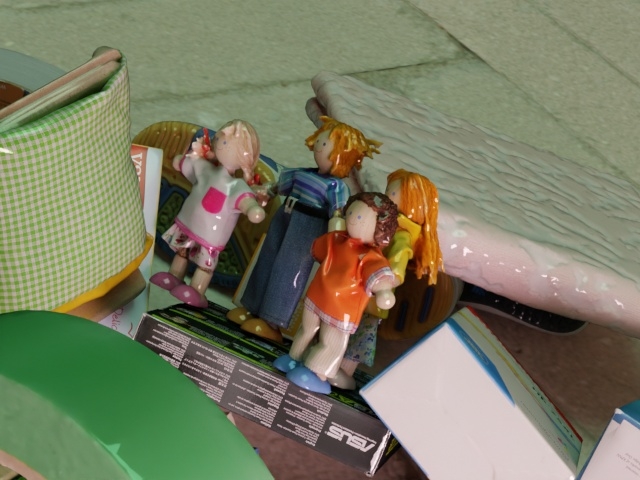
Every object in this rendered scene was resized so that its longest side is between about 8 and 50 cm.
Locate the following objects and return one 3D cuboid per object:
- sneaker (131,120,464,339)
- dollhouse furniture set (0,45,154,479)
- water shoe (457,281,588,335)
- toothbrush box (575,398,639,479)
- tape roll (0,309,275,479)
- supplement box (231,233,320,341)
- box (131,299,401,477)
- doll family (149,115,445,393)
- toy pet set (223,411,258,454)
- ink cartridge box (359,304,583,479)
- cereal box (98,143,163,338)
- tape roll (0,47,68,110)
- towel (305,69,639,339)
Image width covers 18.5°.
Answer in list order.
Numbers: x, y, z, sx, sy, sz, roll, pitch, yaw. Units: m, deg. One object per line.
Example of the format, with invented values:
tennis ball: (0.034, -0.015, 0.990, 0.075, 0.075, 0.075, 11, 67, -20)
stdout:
sneaker: (-0.021, -0.007, 1.608, 0.296, 0.111, 0.131, 29, 15, 12)
dollhouse furniture set: (-0.188, 0.039, 1.265, 0.151, 0.197, 0.301, 32, 49, 30)
water shoe: (0.139, 0.026, 1.670, 0.203, 0.073, 0.080, 27, 7, 12)
toothbrush box: (0.316, 0.202, 1.369, 0.216, 0.126, 0.295, 35, 21, 22)
tape roll: (-0.136, 0.198, 1.009, 0.321, 0.321, 0.077, 36, 36, 24)
supplement box: (-0.024, 0.038, 1.490, 0.036, 0.062, 0.098, 24, 3, -26)
box: (-0.028, 0.101, 1.403, 0.191, 0.045, 0.184, 24, 7, 7)
doll family: (0.000, 0.000, 1.385, 0.118, 0.163, 0.263, 19, 8, -41)
toy pet set: (-0.102, 0.155, 1.360, 0.114, 0.065, 0.122, -7, 20, 24)
ink cartridge box: (0.111, 0.121, 1.366, 0.134, 0.078, 0.231, 50, 8, 4)
cereal box: (-0.241, -0.003, 1.435, 0.240, 0.047, 0.173, 11, 68, -16)
tape roll: (-0.272, -0.073, 1.577, 0.219, 0.072, 0.219, 15, 32, -10)
towel: (0.156, -0.021, 1.604, 0.332, 0.053, 0.317, 19, 19, -17)
